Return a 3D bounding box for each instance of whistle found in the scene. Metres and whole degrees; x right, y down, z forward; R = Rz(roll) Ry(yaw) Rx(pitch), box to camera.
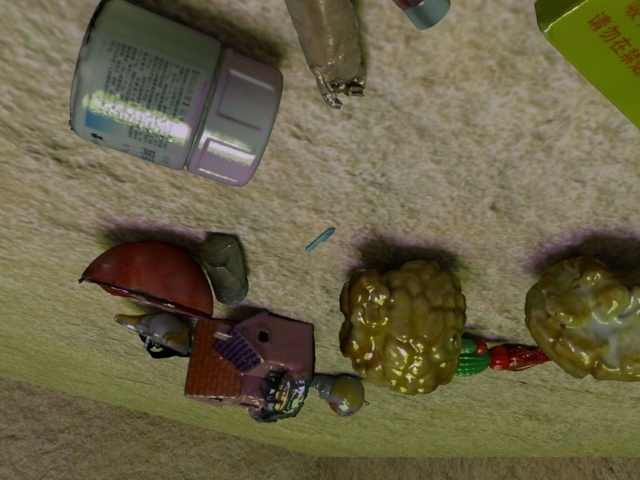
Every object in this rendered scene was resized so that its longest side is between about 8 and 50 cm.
[{"bbox_3d":[0.036,0.450,1.495,0.223,0.122,0.122,15,153,16],"label":"whistle"}]

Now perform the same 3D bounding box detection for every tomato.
[{"bbox_3d":[-0.280,0.062,0.880,0.228,0.112,0.199,20,164,-5],"label":"tomato"}]

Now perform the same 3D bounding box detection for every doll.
[{"bbox_3d":[-0.355,0.237,1.205,0.145,0.103,0.316,46,169,22],"label":"doll"}]

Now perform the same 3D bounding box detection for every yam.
[{"bbox_3d":[-0.164,0.055,0.889,0.069,0.068,0.169,7,151,1],"label":"yam"}]

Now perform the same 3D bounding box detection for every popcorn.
[{"bbox_3d":[0.417,0.114,0.742,0.221,0.183,0.204,8,-171,9],"label":"popcorn"},{"bbox_3d":[0.121,0.128,0.830,0.251,0.205,0.237,40,153,-27],"label":"popcorn"}]

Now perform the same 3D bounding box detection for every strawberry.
[{"bbox_3d":[0.450,0.271,1.147,0.152,0.048,0.104,-8,151,31],"label":"strawberry"}]

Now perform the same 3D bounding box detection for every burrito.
[{"bbox_3d":[0.004,-0.191,0.442,0.058,0.044,0.188,-8,146,13],"label":"burrito"}]

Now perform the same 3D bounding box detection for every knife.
[{"bbox_3d":[0.000,0.000,0.815,0.014,0.005,0.091,21,147,-20],"label":"knife"}]

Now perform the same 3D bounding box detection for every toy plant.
[{"bbox_3d":[0.296,0.249,1.100,0.241,0.088,0.155,-15,143,32],"label":"toy plant"}]

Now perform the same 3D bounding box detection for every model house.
[{"bbox_3d":[-0.167,0.282,1.146,0.238,0.202,0.237,20,148,-22],"label":"model house"}]

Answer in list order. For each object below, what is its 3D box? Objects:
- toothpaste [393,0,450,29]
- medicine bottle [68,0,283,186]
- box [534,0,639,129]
[{"bbox_3d":[0.026,-0.239,0.366,0.056,0.036,0.205,-19,138,41],"label":"toothpaste"},{"bbox_3d":[-0.133,-0.135,0.484,0.169,0.135,0.135,16,149,-17],"label":"medicine bottle"},{"bbox_3d":[0.348,-0.206,0.338,0.187,0.047,0.335,26,145,-28],"label":"box"}]
